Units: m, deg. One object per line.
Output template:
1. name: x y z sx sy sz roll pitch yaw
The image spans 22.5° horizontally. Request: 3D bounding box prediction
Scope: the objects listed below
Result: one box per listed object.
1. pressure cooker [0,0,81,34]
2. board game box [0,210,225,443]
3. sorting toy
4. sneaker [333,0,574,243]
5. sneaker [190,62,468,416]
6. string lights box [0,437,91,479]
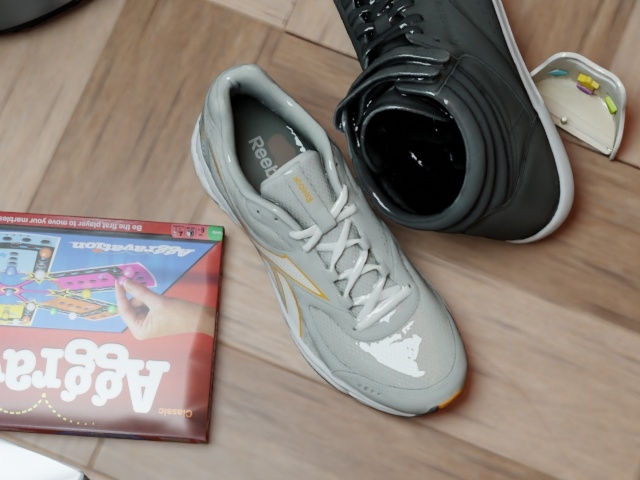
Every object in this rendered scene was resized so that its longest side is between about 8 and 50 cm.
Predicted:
1. pressure cooker: -0.263 -0.352 0.964 0.370 0.420 0.375 43 80 9
2. board game box: -0.209 0.053 1.062 0.281 0.027 0.145 3 77 0
3. sorting toy: 0.177 -0.101 1.080 0.083 0.075 0.045 32 77 7
4. sneaker: 0.053 -0.129 1.039 0.104 0.147 0.295 -34 77 28
5. sneaker: 0.000 0.000 1.028 0.099 0.121 0.262 -37 79 -9
6. string lights box: -0.174 0.193 0.904 0.077 0.259 0.133 21 75 4
